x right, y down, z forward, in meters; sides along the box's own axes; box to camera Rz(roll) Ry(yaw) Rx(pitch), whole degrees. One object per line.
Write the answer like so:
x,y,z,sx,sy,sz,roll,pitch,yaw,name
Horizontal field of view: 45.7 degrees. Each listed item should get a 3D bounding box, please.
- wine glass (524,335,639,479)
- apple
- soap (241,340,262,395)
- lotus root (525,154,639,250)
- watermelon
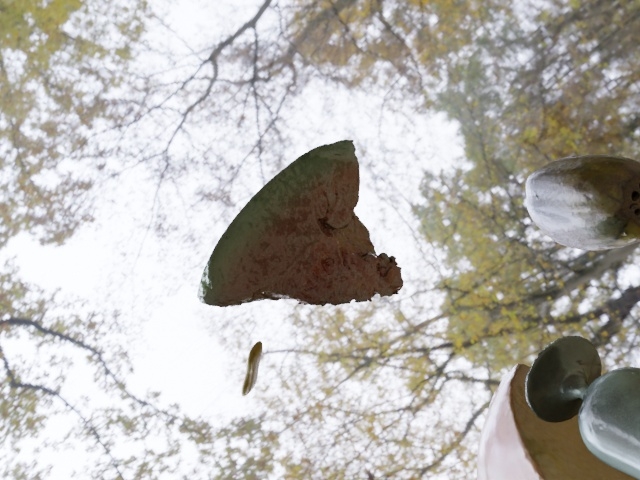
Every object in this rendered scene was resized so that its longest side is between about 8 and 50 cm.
0.306,0.175,0.723,0.103,0.231,0.103,-5,-76,-21,wine glass
0.313,0.324,0.871,0.309,0.252,0.313,-78,-30,-58,apple
-0.086,0.162,0.954,0.012,0.089,0.034,24,-141,15,soap
0.355,-0.052,1.013,0.123,0.241,0.123,-19,-82,-13,lotus root
-0.010,-0.004,0.457,0.155,0.101,0.080,-13,-141,-30,watermelon
